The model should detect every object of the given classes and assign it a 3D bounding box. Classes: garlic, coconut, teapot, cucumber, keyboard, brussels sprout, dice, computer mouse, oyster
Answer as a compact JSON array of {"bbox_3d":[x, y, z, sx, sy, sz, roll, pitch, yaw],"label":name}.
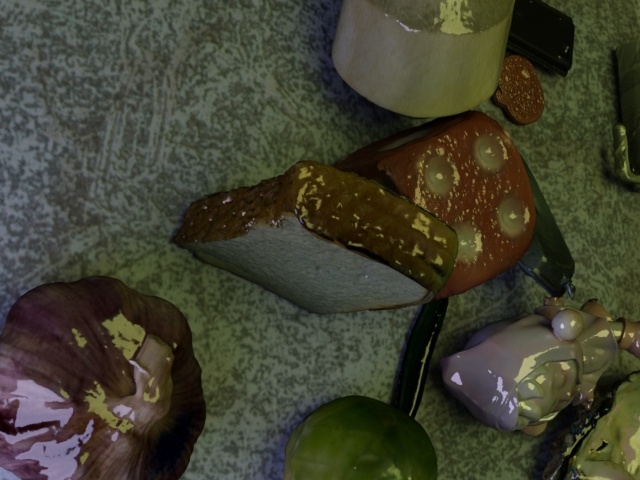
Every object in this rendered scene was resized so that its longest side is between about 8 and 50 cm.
[{"bbox_3d":[-0.209,0.155,1.272,0.245,0.160,0.245,-3,96,-36],"label":"garlic"},{"bbox_3d":[0.116,-0.237,1.498,0.202,0.222,0.202,6,45,-6],"label":"coconut"},{"bbox_3d":[0.432,-0.163,1.753,0.107,0.077,0.201,-3,86,-28],"label":"teapot"},{"bbox_3d":[0.116,0.136,1.552,0.036,0.033,0.184,20,73,-3],"label":"cucumber"},{"bbox_3d":[0.233,-0.286,1.668,0.230,0.025,0.094,23,64,-28],"label":"keyboard"},{"bbox_3d":[0.041,0.256,1.425,0.161,0.144,0.181,25,70,-11],"label":"brussels sprout"},{"bbox_3d":[0.128,-0.037,1.493,0.174,0.175,0.179,-28,99,-32],"label":"dice"},{"bbox_3d":[0.240,-0.018,1.600,0.113,0.068,0.229,12,52,-55],"label":"computer mouse"},{"bbox_3d":[0.389,0.272,1.679,0.259,0.092,0.198,-19,95,-43],"label":"oyster"}]

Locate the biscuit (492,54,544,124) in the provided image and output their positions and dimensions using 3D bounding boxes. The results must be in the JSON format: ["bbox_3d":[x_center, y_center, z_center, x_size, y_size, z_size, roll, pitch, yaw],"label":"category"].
[{"bbox_3d":[0.249,-0.190,1.678,0.078,0.015,0.091,-22,96,-30],"label":"biscuit"}]

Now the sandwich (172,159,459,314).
[{"bbox_3d":[0.000,-0.001,1.364,0.226,0.251,0.087,28,70,-26],"label":"sandwich"}]

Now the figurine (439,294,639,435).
[{"bbox_3d":[0.272,0.142,1.591,0.276,0.133,0.200,-19,138,-34],"label":"figurine"}]
